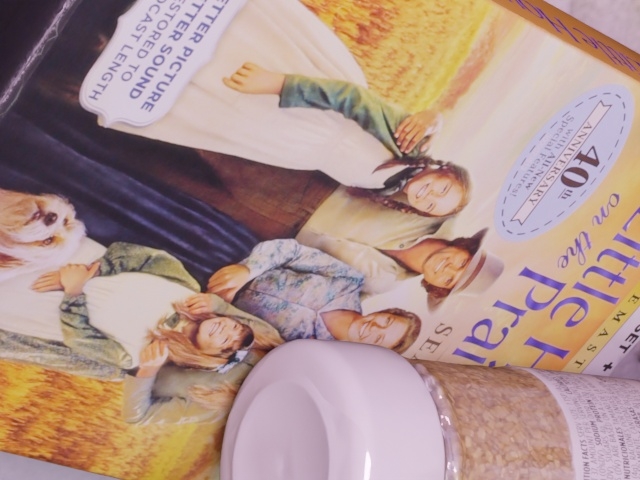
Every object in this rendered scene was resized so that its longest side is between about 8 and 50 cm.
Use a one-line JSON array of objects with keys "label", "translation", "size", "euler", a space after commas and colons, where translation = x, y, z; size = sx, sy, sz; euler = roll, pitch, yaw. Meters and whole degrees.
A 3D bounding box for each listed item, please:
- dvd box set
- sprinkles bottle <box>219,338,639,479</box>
[{"label": "dvd box set", "translation": [0.000, 0.000, 0.858], "size": [0.420, 0.062, 0.307], "euler": [21, 115, -40]}, {"label": "sprinkles bottle", "translation": [0.126, 0.125, 0.906], "size": [0.355, 0.121, 0.121], "euler": [8, 122, -34]}]
